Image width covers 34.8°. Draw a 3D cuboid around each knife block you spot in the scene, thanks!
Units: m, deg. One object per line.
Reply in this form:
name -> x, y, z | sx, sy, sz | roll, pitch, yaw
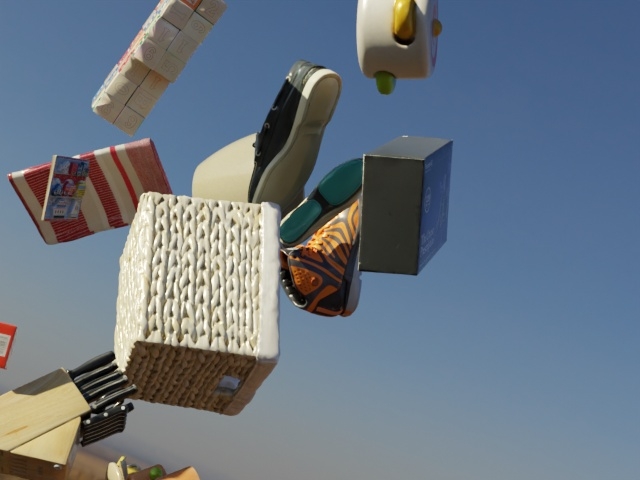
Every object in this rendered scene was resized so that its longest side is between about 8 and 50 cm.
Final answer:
knife block -> -0.448, 0.269, 1.679 | 0.275, 0.242, 0.088 | 14, -41, -5

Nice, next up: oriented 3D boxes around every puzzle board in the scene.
puzzle board -> -0.375, -0.076, 1.516 | 0.011, 0.096, 0.128 | 12, 3, 9

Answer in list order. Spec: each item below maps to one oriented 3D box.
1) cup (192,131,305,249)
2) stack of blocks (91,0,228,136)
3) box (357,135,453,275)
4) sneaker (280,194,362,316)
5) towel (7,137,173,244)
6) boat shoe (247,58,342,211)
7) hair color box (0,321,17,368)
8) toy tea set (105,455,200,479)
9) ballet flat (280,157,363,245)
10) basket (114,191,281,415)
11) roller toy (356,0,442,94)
cup -> -0.193, -0.124, 2.651 | 0.236, 0.331, 0.331 | -2, -21, 15
stack of blocks -> -0.298, -0.339, 1.865 | 0.087, 0.297, 0.171 | 34, 7, -19
box -> 0.141, -0.063, 1.652 | 0.103, 0.184, 0.261 | 3, 13, 16
sneaker -> 0.000, 0.000, 2.199 | 0.180, 0.321, 0.124 | 8, -12, -22
towel -> -0.509, -0.106, 2.322 | 0.329, 0.037, 0.237 | -14, -42, 0
boat shoe -> -0.076, -0.202, 2.021 | 0.127, 0.340, 0.113 | -7, 39, -45
hair color box -> -0.528, 0.173, 1.683 | 0.043, 0.072, 0.141 | 16, -12, -12
toy tea set -> -0.220, 0.422, 1.546 | 0.124, 0.200, 0.336 | -6, -7, -28
ballet flat -> 0.015, -0.077, 2.108 | 0.086, 0.248, 0.086 | 48, 12, -14
basket -> -0.237, 0.126, 1.928 | 0.266, 0.331, 0.328 | 7, -29, -17
roller toy -> 0.151, -0.393, 1.883 | 0.146, 0.191, 0.209 | 2, -41, 11
